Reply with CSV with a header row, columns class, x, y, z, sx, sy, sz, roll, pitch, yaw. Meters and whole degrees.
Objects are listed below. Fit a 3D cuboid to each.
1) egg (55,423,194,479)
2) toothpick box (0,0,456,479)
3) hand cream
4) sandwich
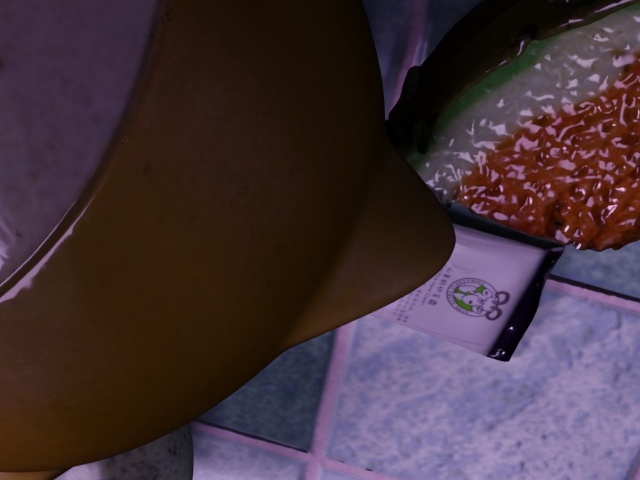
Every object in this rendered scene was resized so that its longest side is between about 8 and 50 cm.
class,x,y,z,sx,sy,sz,roll,pitch,yaw
egg,-0.169,0.171,1.290,0.141,0.141,0.182,-7,134,22
toothpick box,-0.171,-0.086,0.907,0.409,0.409,0.425,-23,113,31
hand cream,0.000,0.000,1.153,0.336,0.076,0.121,18,137,-7
sandwich,0.192,-0.094,0.986,0.212,0.109,0.292,31,133,-18
